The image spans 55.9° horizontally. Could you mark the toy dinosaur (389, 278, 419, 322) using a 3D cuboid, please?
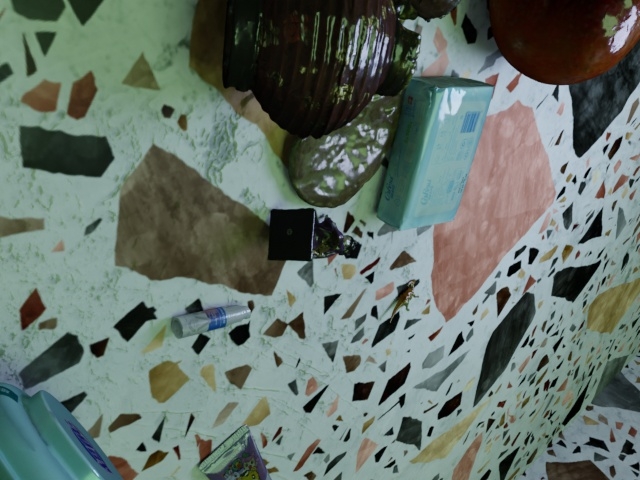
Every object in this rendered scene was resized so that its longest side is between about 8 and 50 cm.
[{"bbox_3d":[0.180,0.134,1.298,0.041,0.026,0.113,45,71,-43],"label":"toy dinosaur"}]

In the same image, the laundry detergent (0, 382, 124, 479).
[{"bbox_3d":[-0.381,0.332,0.654,0.305,0.287,0.287,-39,137,-21],"label":"laundry detergent"}]

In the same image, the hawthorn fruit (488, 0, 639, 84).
[{"bbox_3d":[0.419,-0.400,1.024,0.295,0.295,0.311,-40,161,-20],"label":"hawthorn fruit"}]

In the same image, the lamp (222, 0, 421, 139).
[{"bbox_3d":[-0.001,-0.241,0.716,0.247,0.247,0.247,-25,130,-33],"label":"lamp"}]

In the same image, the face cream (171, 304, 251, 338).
[{"bbox_3d":[-0.165,0.122,0.935,0.130,0.034,0.034,-8,120,-43],"label":"face cream"}]

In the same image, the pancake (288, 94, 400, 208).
[{"bbox_3d":[0.040,-0.161,0.955,0.222,0.042,0.236,-3,120,-50],"label":"pancake"}]

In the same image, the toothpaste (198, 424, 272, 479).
[{"bbox_3d":[-0.135,0.489,1.185,0.114,0.073,0.299,-37,128,-23],"label":"toothpaste"}]

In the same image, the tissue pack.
[{"bbox_3d":[0.202,-0.158,1.088,0.177,0.089,0.263,-11,125,-39],"label":"tissue pack"}]

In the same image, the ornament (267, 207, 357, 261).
[{"bbox_3d":[-0.001,-0.009,0.997,0.203,0.088,0.081,1,90,-59],"label":"ornament"}]

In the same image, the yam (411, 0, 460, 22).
[{"bbox_3d":[0.092,-0.403,0.789,0.279,0.131,0.131,14,104,-49],"label":"yam"}]
